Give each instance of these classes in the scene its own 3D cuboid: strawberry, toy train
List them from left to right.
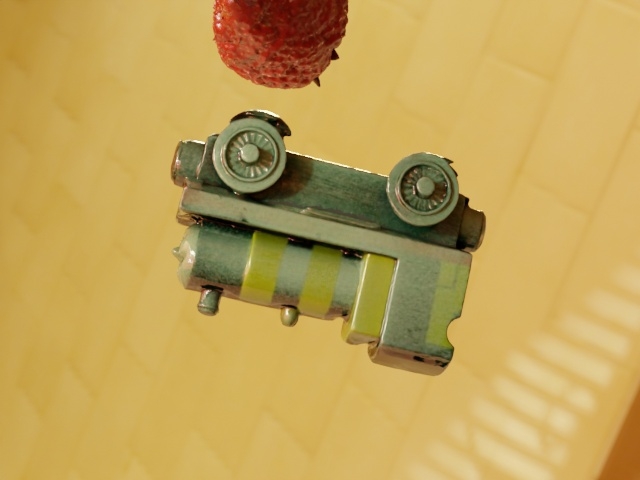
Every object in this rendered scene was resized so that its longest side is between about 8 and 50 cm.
[{"bbox_3d":[-0.035,-0.200,1.645,0.131,0.131,0.148,22,179,-2],"label":"strawberry"},{"bbox_3d":[0.000,0.000,1.139,0.200,0.132,0.083,12,170,-2],"label":"toy train"}]
